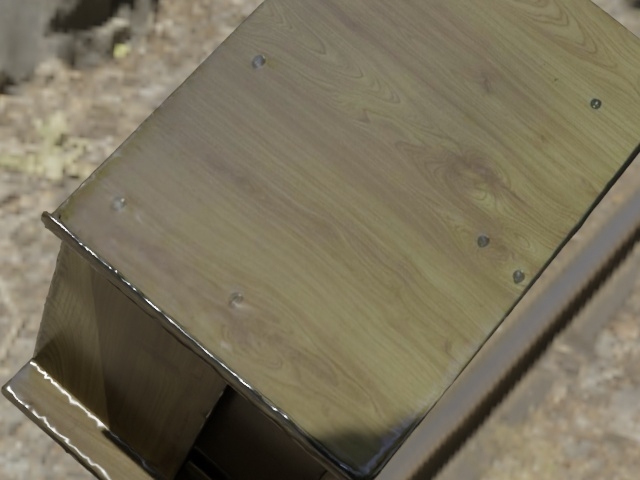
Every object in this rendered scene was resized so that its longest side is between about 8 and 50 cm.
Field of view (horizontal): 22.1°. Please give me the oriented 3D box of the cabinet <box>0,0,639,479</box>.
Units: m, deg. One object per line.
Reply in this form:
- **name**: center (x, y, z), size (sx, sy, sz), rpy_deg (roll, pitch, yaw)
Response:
- **cabinet**: center (0.000, 0.000, 0.641), size (0.148, 0.175, 0.215), rpy_deg (39, 62, 5)
